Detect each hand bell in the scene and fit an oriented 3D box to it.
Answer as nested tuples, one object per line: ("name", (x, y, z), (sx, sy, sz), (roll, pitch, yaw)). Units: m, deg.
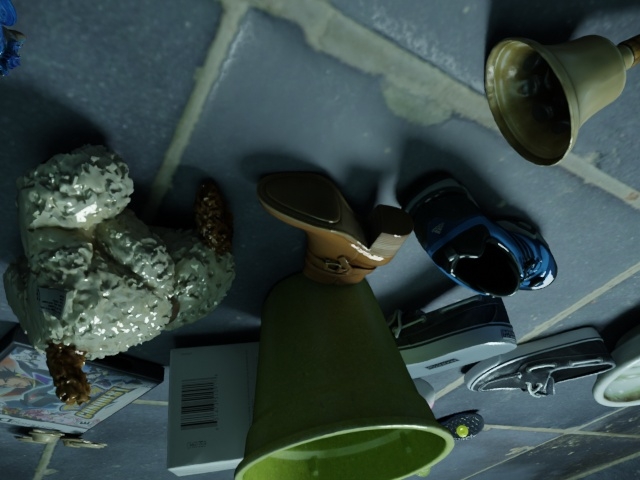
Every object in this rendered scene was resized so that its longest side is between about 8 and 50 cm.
("hand bell", (0.298, -0.178, 0.423), (0.241, 0.126, 0.126), (-26, 139, -2))

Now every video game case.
("video game case", (-0.456, 0.255, 0.765), (0.274, 0.035, 0.248), (-34, 134, 24))

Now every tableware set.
("tableware set", (-0.522, 0.400, 0.896), (0.168, 0.020, 0.141), (-22, 141, 40))

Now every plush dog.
("plush dog", (-0.197, 0.046, 0.500), (0.225, 0.211, 0.262), (-10, 149, -44))

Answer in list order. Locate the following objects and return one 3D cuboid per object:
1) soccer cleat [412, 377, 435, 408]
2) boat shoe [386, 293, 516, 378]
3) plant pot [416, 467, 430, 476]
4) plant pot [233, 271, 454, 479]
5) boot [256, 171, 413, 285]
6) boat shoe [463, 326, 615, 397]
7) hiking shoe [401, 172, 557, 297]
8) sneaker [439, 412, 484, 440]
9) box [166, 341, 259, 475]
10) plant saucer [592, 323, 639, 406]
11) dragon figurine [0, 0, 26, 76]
("soccer cleat", (0.093, 0.349, 0.924), (0.331, 0.116, 0.143), (-20, 115, -16))
("boat shoe", (0.162, 0.163, 0.752), (0.306, 0.105, 0.113), (-28, 141, 33))
("plant pot", (0.324, 0.680, 1.402), (0.083, 0.083, 0.079), (8, 124, -21))
("plant pot", (0.015, 0.189, 0.636), (0.275, 0.254, 0.276), (-6, 139, -5))
("boot", (0.000, 0.000, 0.563), (0.197, 0.073, 0.152), (18, 145, -12))
("boat shoe", (0.468, 0.287, 0.966), (0.301, 0.102, 0.108), (-20, 138, 10))
("hiking shoe", (0.229, 0.032, 0.600), (0.304, 0.132, 0.113), (21, 129, -32))
("sneaker", (0.360, 0.540, 1.268), (0.209, 0.069, 0.082), (-29, 170, 7))
("box", (-0.152, 0.275, 0.737), (0.181, 0.181, 0.119), (-2, 151, -12))
("plant saucer", (0.794, 0.245, 0.998), (0.400, 0.101, 0.401), (-7, 139, -6))
("dragon figurine", (-0.197, -0.168, 0.226), (0.085, 0.289, 0.144), (12, 96, -28))
